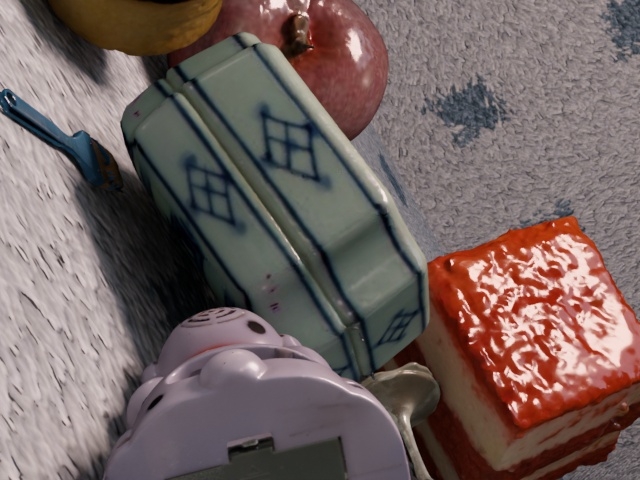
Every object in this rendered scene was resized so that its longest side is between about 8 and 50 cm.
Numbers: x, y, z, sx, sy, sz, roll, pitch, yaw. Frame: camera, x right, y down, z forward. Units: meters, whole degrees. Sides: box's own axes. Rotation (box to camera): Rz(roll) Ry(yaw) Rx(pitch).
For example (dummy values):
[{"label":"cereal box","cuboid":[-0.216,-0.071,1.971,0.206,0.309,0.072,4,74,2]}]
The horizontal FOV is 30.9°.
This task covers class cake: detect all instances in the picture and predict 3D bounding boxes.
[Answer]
[{"label":"cake","cuboid":[0.244,0.163,1.475,0.269,0.270,0.319,62,-21,24]},{"label":"cake","cuboid":[-0.179,-0.255,1.117,0.207,0.185,0.178,47,-32,18]}]

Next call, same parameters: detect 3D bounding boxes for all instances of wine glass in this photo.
[{"label":"wine glass","cuboid":[0.115,0.260,1.283,0.156,0.156,0.232,52,12,-43]}]

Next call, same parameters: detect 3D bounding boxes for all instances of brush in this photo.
[{"label":"brush","cuboid":[-0.208,-0.082,0.930,0.051,0.014,0.164,66,12,25]}]

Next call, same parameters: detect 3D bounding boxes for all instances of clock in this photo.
[{"label":"clock","cuboid":[-0.057,0.129,0.783,0.189,0.189,0.254,60,-4,-15]}]

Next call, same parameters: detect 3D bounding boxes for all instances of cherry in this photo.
[{"label":"cherry","cuboid":[-0.058,-0.209,1.373,0.261,0.221,0.307,21,2,-14]}]

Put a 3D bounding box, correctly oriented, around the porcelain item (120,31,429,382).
[{"label":"porcelain item","cuboid":[-0.038,-0.010,1.010,0.286,0.157,0.281,53,-8,18]}]
